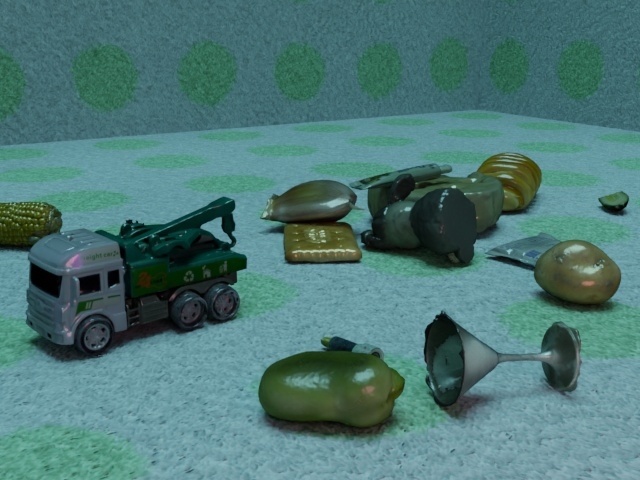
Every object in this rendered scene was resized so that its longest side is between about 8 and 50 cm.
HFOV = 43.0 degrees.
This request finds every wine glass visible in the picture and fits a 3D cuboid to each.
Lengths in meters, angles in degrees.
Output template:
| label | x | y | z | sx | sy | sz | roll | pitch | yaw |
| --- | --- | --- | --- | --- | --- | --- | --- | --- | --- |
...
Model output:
| label | x | y | z | sx | sy | sz | roll | pitch | yaw |
| --- | --- | --- | --- | --- | --- | --- | --- | --- | --- |
| wine glass | 0.237 | 0.153 | 1.044 | 0.183 | 0.122 | 0.122 | 2 | 15 | -15 |

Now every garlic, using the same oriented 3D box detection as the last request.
| label | x | y | z | sx | sy | sz | roll | pitch | yaw |
| --- | --- | --- | --- | --- | --- | --- | --- | --- | --- |
| garlic | 0.016 | -0.084 | 1.850 | 0.267 | 0.128 | 0.148 | -11 | 43 | 31 |

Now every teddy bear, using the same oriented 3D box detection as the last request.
| label | x | y | z | sx | sy | sz | roll | pitch | yaw |
| --- | --- | --- | --- | --- | --- | --- | --- | --- | --- |
| teddy bear | 0.212 | -0.050 | 1.684 | 0.144 | 0.171 | 0.251 | 13 | -3 | -42 |

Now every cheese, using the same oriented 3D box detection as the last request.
| label | x | y | z | sx | sy | sz | roll | pitch | yaw |
| --- | --- | --- | --- | --- | --- | --- | --- | --- | --- |
| cheese | 0.266 | -0.092 | 1.907 | 0.326 | 0.115 | 0.318 | 11 | 19 | 33 |

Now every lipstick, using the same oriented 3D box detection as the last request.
| label | x | y | z | sx | sy | sz | roll | pitch | yaw |
| --- | --- | --- | --- | --- | --- | --- | --- | --- | --- |
| lipstick | 0.042 | 0.156 | 1.164 | 0.037 | 0.037 | 0.116 | -11 | 15 | -34 |

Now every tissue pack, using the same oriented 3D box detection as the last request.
| label | x | y | z | sx | sy | sz | roll | pitch | yaw |
| --- | --- | --- | --- | --- | --- | --- | --- | --- | --- |
| tissue pack | 0.447 | 0.019 | 1.672 | 0.193 | 0.026 | 0.122 | -13 | 21 | -38 |

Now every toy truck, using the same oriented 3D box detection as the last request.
| label | x | y | z | sx | sy | sz | roll | pitch | yaw |
| --- | --- | --- | --- | --- | --- | --- | --- | --- | --- |
| toy truck | -0.280 | 0.050 | 1.287 | 0.363 | 0.178 | 0.176 | -17 | 23 | -40 |

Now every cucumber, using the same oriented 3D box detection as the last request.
| label | x | y | z | sx | sy | sz | roll | pitch | yaw |
| --- | --- | --- | --- | --- | --- | --- | --- | --- | --- |
| cucumber | 0.749 | -0.091 | 2.058 | 0.067 | 0.035 | 0.107 | -15 | 14 | 12 |

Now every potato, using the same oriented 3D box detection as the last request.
| label | x | y | z | sx | sy | sz | roll | pitch | yaw |
| --- | --- | --- | --- | --- | --- | --- | --- | --- | --- |
| potato | 0.442 | 0.055 | 1.402 | 0.147 | 0.112 | 0.112 | 16 | 21 | 28 |

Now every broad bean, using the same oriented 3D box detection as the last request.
| label | x | y | z | sx | sy | sz | roll | pitch | yaw |
| --- | --- | --- | --- | --- | --- | --- | --- | --- | --- |
| broad bean | 0.014 | 0.176 | 0.996 | 0.174 | 0.082 | 0.124 | 7 | 19 | 17 |

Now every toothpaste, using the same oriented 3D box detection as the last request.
| label | x | y | z | sx | sy | sz | roll | pitch | yaw |
| --- | --- | --- | --- | --- | --- | --- | --- | --- | --- |
| toothpaste | 0.188 | -0.142 | 1.830 | 0.255 | 0.037 | 0.067 | -13 | 19 | -23 |

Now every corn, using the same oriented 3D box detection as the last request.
| label | x | y | z | sx | sy | sz | roll | pitch | yaw |
| --- | --- | --- | --- | --- | --- | --- | --- | --- | --- |
| corn | -0.694 | -0.034 | 1.740 | 0.293 | 0.106 | 0.106 | 0 | 15 | 11 |

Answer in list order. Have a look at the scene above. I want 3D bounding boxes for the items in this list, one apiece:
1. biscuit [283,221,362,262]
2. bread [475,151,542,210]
| label | x | y | z | sx | sy | sz | roll | pitch | yaw |
| --- | --- | --- | --- | --- | --- | --- | --- | --- | --- |
| biscuit | 0.000 | -0.001 | 1.730 | 0.160 | 0.030 | 0.249 | -1 | 15 | -2 |
| bread | 0.491 | -0.159 | 2.140 | 0.173 | 0.121 | 0.311 | 6 | 18 | 17 |
